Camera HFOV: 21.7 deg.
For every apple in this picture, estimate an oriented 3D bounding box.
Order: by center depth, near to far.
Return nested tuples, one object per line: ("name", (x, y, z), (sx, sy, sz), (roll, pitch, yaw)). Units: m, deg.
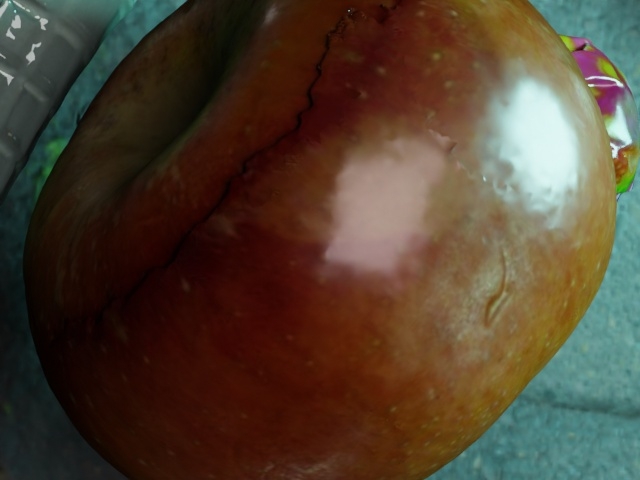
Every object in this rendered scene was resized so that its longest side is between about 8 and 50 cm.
("apple", (0.000, 0.000, 0.729), (0.272, 0.251, 0.206), (-44, 112, 12))

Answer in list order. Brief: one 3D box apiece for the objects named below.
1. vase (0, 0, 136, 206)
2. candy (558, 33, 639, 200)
("vase", (-0.187, -0.051, 0.777), (0.143, 0.143, 0.298), (31, 77, -23))
("candy", (0.043, -0.109, 0.867), (0.365, 0.124, 0.124), (33, 73, -41))
